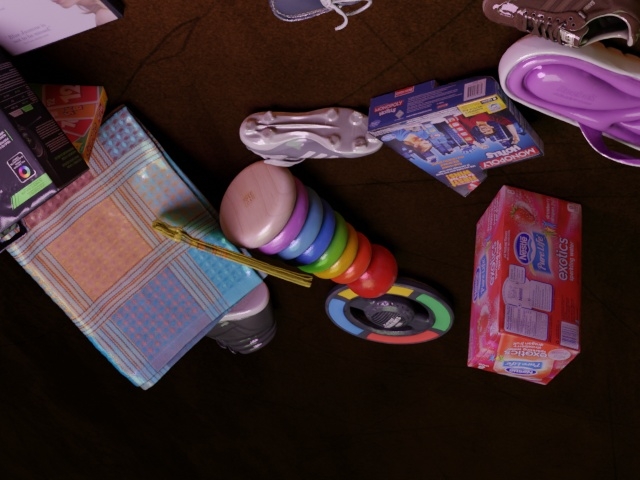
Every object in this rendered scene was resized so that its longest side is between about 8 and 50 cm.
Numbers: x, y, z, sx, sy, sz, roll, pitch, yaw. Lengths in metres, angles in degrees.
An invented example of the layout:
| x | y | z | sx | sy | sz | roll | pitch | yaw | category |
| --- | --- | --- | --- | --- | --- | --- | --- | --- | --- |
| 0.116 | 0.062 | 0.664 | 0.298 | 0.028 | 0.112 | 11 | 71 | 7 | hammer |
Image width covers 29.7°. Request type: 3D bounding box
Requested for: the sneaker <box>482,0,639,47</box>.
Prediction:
| x | y | z | sx | sy | sz | roll | pitch | yaw | category |
| --- | --- | --- | --- | --- | --- | --- | --- | --- | --- |
| 0.282 | -0.262 | 1.408 | 0.188 | 0.071 | 0.066 | 1 | 149 | 12 | sneaker |

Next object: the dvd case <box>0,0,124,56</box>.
| x | y | z | sx | sy | sz | roll | pitch | yaw | category |
| --- | --- | --- | --- | --- | --- | --- | --- | --- | --- |
| -0.385 | -0.323 | 1.481 | 0.180 | 0.022 | 0.253 | -14 | 149 | 23 | dvd case |

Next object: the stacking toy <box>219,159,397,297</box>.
| x | y | z | sx | sy | sz | roll | pitch | yaw | category |
| --- | --- | --- | --- | --- | --- | --- | --- | --- | --- |
| 0.000 | 0.000 | 1.885 | 0.141 | 0.141 | 0.330 | -17 | 148 | 36 | stacking toy |

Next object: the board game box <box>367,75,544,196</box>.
| x | y | z | sx | sy | sz | roll | pitch | yaw | category |
| --- | --- | --- | --- | --- | --- | --- | --- | --- | --- |
| 0.196 | -0.141 | 1.644 | 0.194 | 0.060 | 0.194 | -13 | 145 | 31 | board game box |

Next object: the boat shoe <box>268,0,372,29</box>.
| x | y | z | sx | sy | sz | roll | pitch | yaw | category |
| --- | --- | --- | --- | --- | --- | --- | --- | --- | --- |
| 0.031 | -0.307 | 1.388 | 0.254 | 0.079 | 0.095 | -18 | 140 | 38 | boat shoe |

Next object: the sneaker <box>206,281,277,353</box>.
| x | y | z | sx | sy | sz | roll | pitch | yaw | category |
| --- | --- | --- | --- | --- | --- | --- | --- | --- | --- |
| -0.213 | 0.152 | 2.191 | 0.295 | 0.105 | 0.147 | -7 | 141 | 16 | sneaker |

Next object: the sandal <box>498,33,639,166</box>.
| x | y | z | sx | sy | sz | roll | pitch | yaw | category |
| --- | --- | --- | --- | --- | --- | --- | --- | --- | --- |
| 0.417 | -0.147 | 1.537 | 0.416 | 0.102 | 0.169 | 14 | 149 | -9 | sandal |

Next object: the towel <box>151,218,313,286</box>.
| x | y | z | sx | sy | sz | roll | pitch | yaw | category |
| --- | --- | --- | --- | --- | --- | --- | --- | --- | --- |
| -0.129 | 0.017 | 1.783 | 0.237 | 0.021 | 0.102 | 21 | -179 | -30 | towel |

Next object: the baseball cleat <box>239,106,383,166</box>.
| x | y | z | sx | sy | sz | roll | pitch | yaw | category |
| --- | --- | --- | --- | --- | --- | --- | --- | --- | --- |
| -0.008 | -0.144 | 1.702 | 0.205 | 0.072 | 0.109 | 7 | 164 | 11 | baseball cleat |

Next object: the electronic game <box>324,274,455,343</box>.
| x | y | z | sx | sy | sz | roll | pitch | yaw | category |
| --- | --- | --- | --- | --- | --- | --- | --- | --- | --- |
| 0.121 | 0.124 | 2.119 | 0.229 | 0.048 | 0.229 | 6 | 149 | 4 | electronic game |

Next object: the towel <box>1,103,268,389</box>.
| x | y | z | sx | sy | sz | roll | pitch | yaw | category |
| --- | --- | --- | --- | --- | --- | --- | --- | --- | --- |
| -0.276 | 0.018 | 1.790 | 0.370 | 0.271 | 0.040 | 53 | 169 | -29 | towel |

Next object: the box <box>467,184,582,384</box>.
| x | y | z | sx | sy | sz | roll | pitch | yaw | category |
| --- | --- | --- | --- | --- | --- | --- | --- | --- | --- |
| 0.299 | 0.064 | 1.767 | 0.128 | 0.257 | 0.123 | 14 | 147 | -9 | box |

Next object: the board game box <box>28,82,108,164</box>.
| x | y | z | sx | sy | sz | roll | pitch | yaw | category |
| --- | --- | --- | --- | --- | --- | --- | --- | --- | --- |
| -0.439 | -0.167 | 1.697 | 0.259 | 0.124 | 0.039 | 2 | 146 | 10 | board game box |

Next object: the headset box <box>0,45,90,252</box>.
| x | y | z | sx | sy | sz | roll | pitch | yaw | category |
| --- | --- | --- | --- | --- | --- | --- | --- | --- | --- |
| -0.483 | -0.114 | 1.587 | 0.246 | 0.131 | 0.283 | -32 | 99 | 16 | headset box |
